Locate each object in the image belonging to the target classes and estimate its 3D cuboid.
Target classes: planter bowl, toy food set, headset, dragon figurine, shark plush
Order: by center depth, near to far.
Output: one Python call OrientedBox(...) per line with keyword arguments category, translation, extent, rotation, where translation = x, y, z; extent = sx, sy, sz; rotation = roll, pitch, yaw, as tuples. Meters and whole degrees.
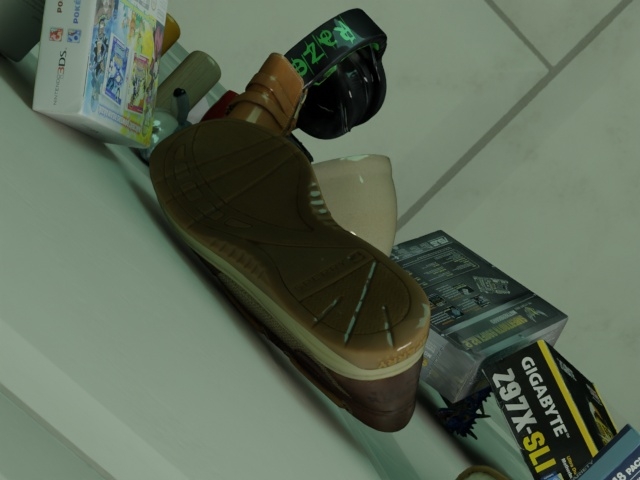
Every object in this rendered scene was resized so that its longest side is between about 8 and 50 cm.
OrientedBox(category="planter bowl", translation=(0.000, 0.000, 1.782), extent=(0.162, 0.162, 0.109), rotation=(29, 44, -77))
OrientedBox(category="shark plush", translation=(-0.145, -0.079, 1.866), extent=(0.161, 0.073, 0.067), rotation=(73, 1, -66))
OrientedBox(category="toy food set", translation=(-0.142, -0.114, 1.986), extent=(0.111, 0.104, 0.232), rotation=(33, -20, 26))
OrientedBox(category="dragon figurine", translation=(0.159, 0.152, 2.188), extent=(0.144, 0.085, 0.289), rotation=(49, 9, 15))
OrientedBox(category="headset", translation=(-0.013, -0.136, 2.434), extent=(0.185, 0.243, 0.394), rotation=(47, -16, 7))

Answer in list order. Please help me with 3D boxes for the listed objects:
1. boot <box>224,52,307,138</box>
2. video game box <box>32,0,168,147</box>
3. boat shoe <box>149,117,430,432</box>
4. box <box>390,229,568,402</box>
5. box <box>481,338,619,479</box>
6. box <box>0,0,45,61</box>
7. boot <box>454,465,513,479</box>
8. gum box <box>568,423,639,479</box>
OrientedBox(category="boot", translation=(-0.072, -0.108, 1.828), extent=(0.073, 0.152, 0.197), rotation=(30, -8, 9))
OrientedBox(category="video game box", translation=(-0.170, -0.179, 1.580), extent=(0.048, 0.187, 0.205), rotation=(4, -4, 10))
OrientedBox(category="boat shoe", translation=(-0.027, 0.027, 1.541), extent=(0.342, 0.123, 0.123), rotation=(42, -29, 42))
OrientedBox(category="box", translation=(0.134, 0.075, 2.083), extent=(0.183, 0.056, 0.231), rotation=(36, 26, 20))
OrientedBox(category="box", translation=(0.285, 0.253, 2.060), extent=(0.257, 0.079, 0.322), rotation=(67, 11, 18))
OrientedBox(category="box", translation=(-0.262, -0.216, 1.575), extent=(0.101, 0.087, 0.102), rotation=(46, 5, 19))
OrientedBox(category="boot", translation=(0.230, 0.296, 1.532), extent=(0.236, 0.089, 0.269), rotation=(35, -3, 37))
OrientedBox(category="gum box", translation=(0.226, 0.247, 1.393), extent=(0.184, 0.157, 0.041), rotation=(45, 4, -15))
